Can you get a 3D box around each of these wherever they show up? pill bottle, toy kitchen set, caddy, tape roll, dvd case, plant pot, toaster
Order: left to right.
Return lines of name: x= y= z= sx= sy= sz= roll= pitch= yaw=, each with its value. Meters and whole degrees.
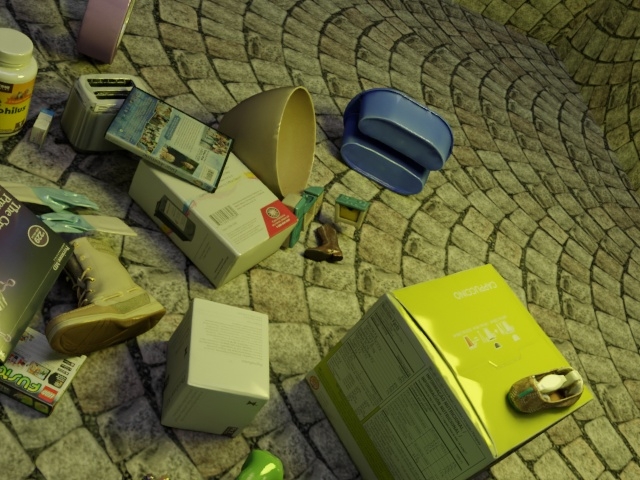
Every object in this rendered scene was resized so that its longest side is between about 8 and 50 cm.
pill bottle: x=-0.653 y=-0.324 z=1.385 sx=0.117 sy=0.215 sz=0.117 roll=19 pitch=43 yaw=-19
toaster: x=-0.485 y=-0.289 z=1.524 sx=0.227 sy=0.146 sz=0.129 roll=-10 pitch=58 yaw=-41
tape roll: x=-0.521 y=-0.586 z=1.683 sx=0.090 sy=0.275 sz=0.275 roll=19 pitch=43 yaw=-19
dvd case: x=-0.318 y=-0.220 z=1.457 sx=0.253 sy=0.022 sz=0.180 roll=27 pitch=42 yaw=-16
plant pot: x=-0.143 y=-0.242 z=1.661 sx=0.191 sy=0.284 sz=0.284 roll=8 pitch=37 yaw=17
toy kitchen set: x=0.012 y=-0.066 z=1.637 sx=0.166 sy=0.122 sz=0.207 roll=19 pitch=37 yaw=13
caddy: x=0.221 y=-0.295 z=1.957 sx=0.341 sy=0.241 sz=0.179 roll=28 pitch=45 yaw=-11

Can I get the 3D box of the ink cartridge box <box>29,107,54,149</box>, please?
ink cartridge box: x=-0.609 y=-0.243 z=1.467 sx=0.028 sy=0.048 sz=0.083 roll=20 pitch=42 yaw=-19

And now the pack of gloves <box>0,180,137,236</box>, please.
pack of gloves: x=-0.505 y=-0.046 z=1.300 sx=0.195 sy=0.046 sz=0.232 roll=35 pitch=17 yaw=32

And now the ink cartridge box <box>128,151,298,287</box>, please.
ink cartridge box: x=-0.237 y=-0.075 z=1.505 sx=0.306 sy=0.131 sz=0.226 roll=44 pitch=41 yaw=11

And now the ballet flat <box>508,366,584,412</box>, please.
ballet flat: x=0.416 y=0.256 z=1.181 sx=0.206 sy=0.067 sz=0.073 roll=-6 pitch=59 yaw=-40

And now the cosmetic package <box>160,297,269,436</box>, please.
cosmetic package: x=-0.190 y=0.232 z=1.227 sx=0.151 sy=0.151 sz=0.183 roll=17 pitch=43 yaw=-22

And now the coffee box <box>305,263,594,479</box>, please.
coffee box: x=0.245 y=0.291 z=1.334 sx=0.338 sy=0.334 sz=0.338 roll=-11 pitch=58 yaw=-41

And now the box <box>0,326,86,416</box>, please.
box: x=-0.514 y=0.195 z=1.123 sx=0.207 sy=0.036 sz=0.114 roll=30 pitch=41 yaw=-8

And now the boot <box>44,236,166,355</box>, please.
boot: x=-0.423 y=0.091 z=1.211 sx=0.203 sy=0.095 sz=0.262 roll=48 pitch=23 yaw=15

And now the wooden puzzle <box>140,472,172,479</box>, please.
wooden puzzle: x=-0.260 y=0.418 z=1.111 sx=0.049 sy=0.006 sz=0.083 roll=-23 pitch=67 yaw=-46

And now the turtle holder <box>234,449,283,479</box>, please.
turtle holder: x=-0.014 y=0.498 z=1.070 sx=0.320 sy=0.243 sz=0.227 roll=9 pitch=10 yaw=31

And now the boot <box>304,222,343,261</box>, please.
boot: x=0.000 y=0.000 z=1.676 sx=0.106 sy=0.037 sz=0.114 roll=11 pitch=43 yaw=-26

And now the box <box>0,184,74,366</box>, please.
box: x=-0.541 y=0.058 z=1.077 sx=0.184 sy=0.103 sz=0.261 roll=51 pitch=32 yaw=-31
